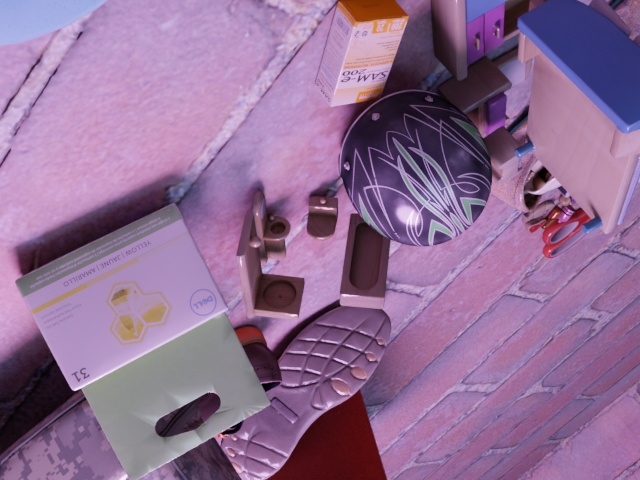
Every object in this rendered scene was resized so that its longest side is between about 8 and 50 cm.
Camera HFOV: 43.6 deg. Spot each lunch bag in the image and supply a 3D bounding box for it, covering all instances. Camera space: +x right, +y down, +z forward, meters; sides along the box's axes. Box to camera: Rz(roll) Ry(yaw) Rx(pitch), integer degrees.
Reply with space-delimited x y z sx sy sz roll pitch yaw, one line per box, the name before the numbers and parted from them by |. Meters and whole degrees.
lunch bag | -0.249 0.319 0.932 0.305 0.256 0.212 -38 178 4

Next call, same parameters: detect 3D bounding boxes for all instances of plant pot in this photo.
plant pot | -0.015 0.423 1.313 0.235 0.267 0.267 -11 125 -3

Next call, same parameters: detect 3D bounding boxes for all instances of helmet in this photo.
helmet | 0.100 -0.075 0.847 0.169 0.169 0.161 -38 -170 7

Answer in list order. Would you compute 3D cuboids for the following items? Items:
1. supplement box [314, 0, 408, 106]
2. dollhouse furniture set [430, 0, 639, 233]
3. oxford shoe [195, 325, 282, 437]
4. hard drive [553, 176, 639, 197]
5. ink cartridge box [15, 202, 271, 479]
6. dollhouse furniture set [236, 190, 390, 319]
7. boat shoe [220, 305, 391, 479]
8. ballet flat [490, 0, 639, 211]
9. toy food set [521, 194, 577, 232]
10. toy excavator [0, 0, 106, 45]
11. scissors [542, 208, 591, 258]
supplement box | 0.038 -0.181 0.770 0.062 0.036 0.098 -15 144 -28
dollhouse furniture set | 0.273 -0.149 0.775 0.198 0.303 0.286 -29 149 -6
oxford shoe | -0.169 0.235 1.081 0.271 0.098 0.097 -42 148 9
hard drive | 0.483 -0.212 1.118 0.236 0.064 0.339 -12 143 -32
ink cartridge box | -0.169 0.105 0.800 0.171 0.235 0.056 -27 -177 -12
dollhouse furniture set | 0.000 0.000 0.881 0.151 0.144 0.123 5 145 6
boat shoe | -0.027 0.212 1.197 0.324 0.123 0.116 -44 -178 0
ballet flat | 0.333 -0.159 1.006 0.107 0.106 0.316 3 133 -44
toy food set | 0.379 -0.044 1.290 0.122 0.019 0.078 -30 149 -6
toy excavator | -0.121 -0.249 0.411 0.433 0.222 0.445 -47 160 20
scissors | 0.494 -0.076 1.360 0.297 0.021 0.109 -41 146 8
